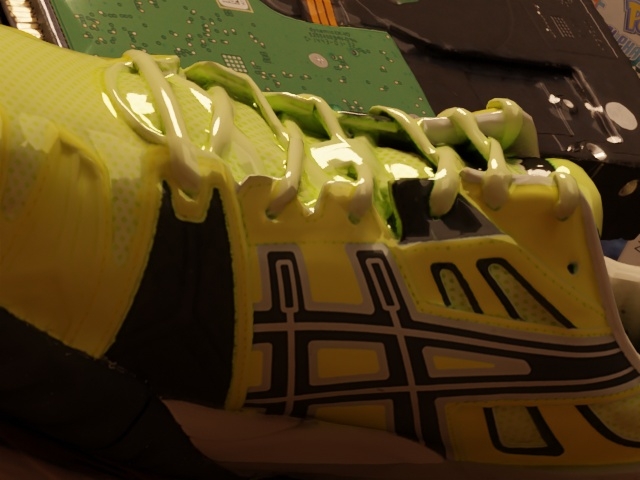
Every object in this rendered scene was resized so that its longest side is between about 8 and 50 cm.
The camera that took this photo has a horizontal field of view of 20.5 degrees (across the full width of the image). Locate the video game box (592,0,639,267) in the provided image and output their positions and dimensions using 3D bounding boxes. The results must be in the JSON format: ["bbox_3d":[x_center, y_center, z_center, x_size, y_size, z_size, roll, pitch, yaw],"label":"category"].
[{"bbox_3d":[0.128,-0.077,1.011,0.205,0.187,0.048,32,-11,-20],"label":"video game box"}]

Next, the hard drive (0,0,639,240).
[{"bbox_3d":[-0.014,-0.107,0.789,0.339,0.064,0.237,2,48,-38],"label":"hard drive"}]

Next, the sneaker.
[{"bbox_3d":[0.000,0.000,0.580,0.385,0.147,0.145,26,24,-35],"label":"sneaker"}]
